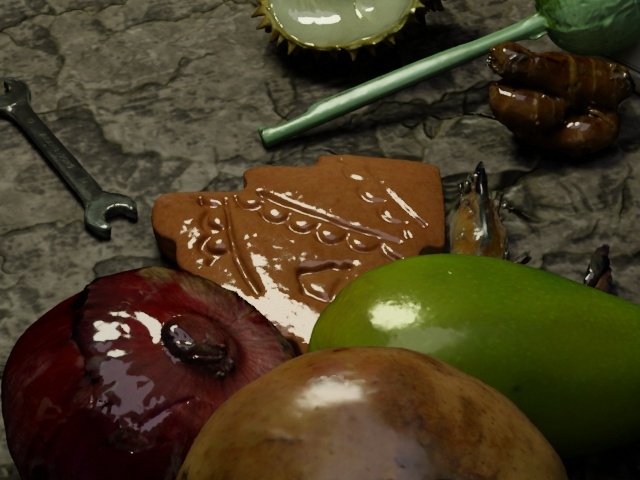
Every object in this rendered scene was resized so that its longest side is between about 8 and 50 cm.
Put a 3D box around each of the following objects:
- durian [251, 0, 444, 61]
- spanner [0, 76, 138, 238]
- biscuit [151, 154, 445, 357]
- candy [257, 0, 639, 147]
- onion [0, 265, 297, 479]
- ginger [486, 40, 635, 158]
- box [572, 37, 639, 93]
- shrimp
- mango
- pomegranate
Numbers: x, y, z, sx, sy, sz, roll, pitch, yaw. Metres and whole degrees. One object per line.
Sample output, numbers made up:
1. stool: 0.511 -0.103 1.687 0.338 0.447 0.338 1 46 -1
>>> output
1. durian: 0.054 -0.267 1.854 0.252 0.139 0.144 -14 11 21
2. spanner: -0.258 -0.085 1.757 0.054 0.015 0.254 -26 50 -23
3. biscuit: 0.000 0.000 1.655 0.306 0.043 0.284 -34 54 -31
4. candy: 0.143 -0.185 1.804 0.440 0.119 0.119 -24 49 -9
5. onion: -0.127 0.128 1.417 0.246 0.190 0.246 14 42 -13
6. ginger: 0.229 -0.136 1.772 0.162 0.103 0.073 11 -2 -20
7. box: 0.369 -0.224 1.907 0.109 0.029 0.198 32 51 28
8. shrimp: 0.190 0.010 1.647 0.152 0.046 0.219 -3 48 -3
9. mango: 0.157 0.098 1.478 0.343 0.156 0.192 4 36 -15
10. pomegranate: 0.037 0.235 1.237 0.322 0.322 0.322 1 44 -1
